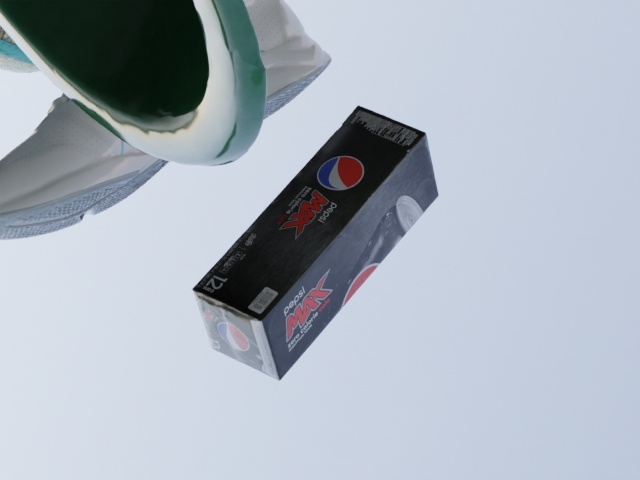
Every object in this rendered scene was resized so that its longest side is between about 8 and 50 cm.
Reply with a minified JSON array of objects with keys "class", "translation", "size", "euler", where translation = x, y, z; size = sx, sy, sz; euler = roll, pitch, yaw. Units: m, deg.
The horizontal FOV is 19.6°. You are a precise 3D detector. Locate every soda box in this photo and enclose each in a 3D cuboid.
[{"class":"soda box","translation":[0.000,0.000,1.094],"size":[0.053,0.060,0.169],"euler":[23,-123,31]}]

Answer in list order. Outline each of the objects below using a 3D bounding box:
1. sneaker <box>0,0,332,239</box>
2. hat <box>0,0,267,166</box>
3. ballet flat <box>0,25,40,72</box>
[{"class":"sneaker","translation":[-0.071,-0.050,0.667],"size":[0.152,0.061,0.054],"euler":[-32,179,-26]},{"class":"hat","translation":[-0.025,-0.156,0.538],"size":[0.183,0.208,0.173],"euler":[-41,-156,-22]},{"class":"ballet flat","translation":[-0.164,-0.238,1.024],"size":[0.123,0.123,0.348],"euler":[-25,-127,31]}]
